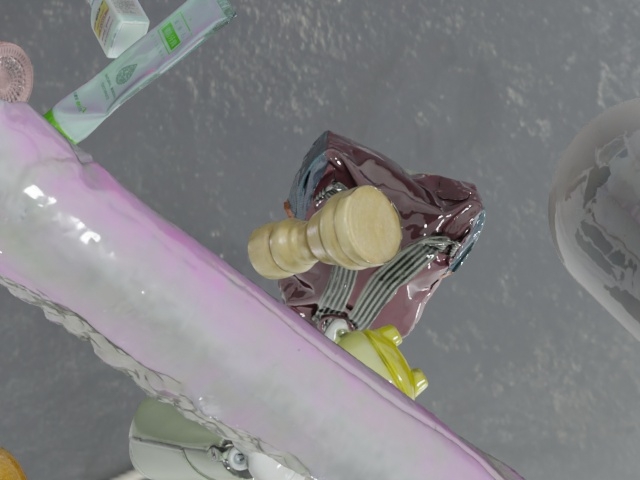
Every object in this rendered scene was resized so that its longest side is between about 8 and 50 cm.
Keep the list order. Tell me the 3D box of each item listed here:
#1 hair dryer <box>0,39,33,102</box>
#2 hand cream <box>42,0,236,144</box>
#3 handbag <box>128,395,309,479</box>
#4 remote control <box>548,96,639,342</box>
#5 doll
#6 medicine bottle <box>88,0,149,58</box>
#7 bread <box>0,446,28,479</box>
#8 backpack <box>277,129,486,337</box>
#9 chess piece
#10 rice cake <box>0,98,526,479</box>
[{"bbox_3d":[-0.590,-0.327,1.494,0.210,0.125,0.352,18,152,27],"label":"hair dryer"},{"bbox_3d":[-0.214,-0.193,1.173,0.275,0.079,0.050,-37,162,9],"label":"hand cream"},{"bbox_3d":[-0.053,0.218,1.120,0.241,0.109,0.315,6,168,-38],"label":"handbag"},{"bbox_3d":[0.358,-0.009,1.036,0.104,0.332,0.221,9,121,-37],"label":"remote control"},{"bbox_3d":[0.001,0.129,0.787,0.162,0.106,0.062,-30,176,-8],"label":"doll"},{"bbox_3d":[-0.303,-0.332,1.512,0.055,0.118,0.074,-6,143,-35],"label":"medicine bottle"},{"bbox_3d":[-0.219,0.255,0.629,0.121,0.245,0.174,-33,172,35],"label":"bread"},{"bbox_3d":[0.064,0.023,1.536,0.283,0.197,0.317,22,115,-6],"label":"backpack"},{"bbox_3d":[0.000,0.000,0.821,0.066,0.066,0.122,33,147,-34],"label":"chess piece"},{"bbox_3d":[-0.019,0.046,0.358,0.270,0.055,0.049,39,161,-23],"label":"rice cake"}]
